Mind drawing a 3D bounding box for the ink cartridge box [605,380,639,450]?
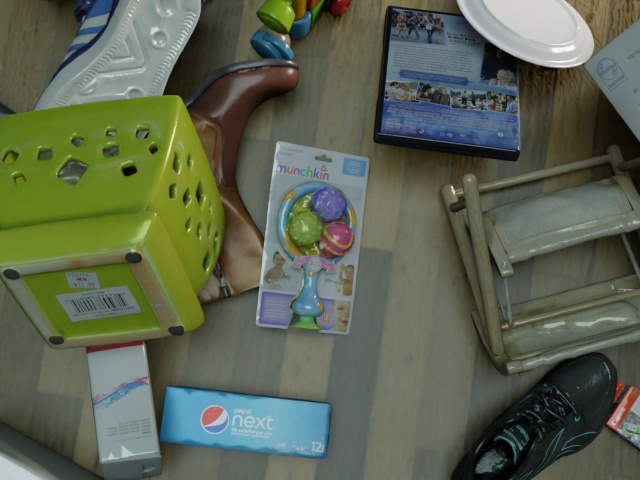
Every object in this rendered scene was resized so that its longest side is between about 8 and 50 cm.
[{"bbox_3d":[0.400,0.224,1.319,0.115,0.029,0.063,35,84,3],"label":"ink cartridge box"}]

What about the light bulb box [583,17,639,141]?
[{"bbox_3d":[0.568,-0.166,1.197,0.358,0.225,0.361,-30,82,-43],"label":"light bulb box"}]

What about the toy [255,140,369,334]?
[{"bbox_3d":[0.000,0.000,1.300,0.137,0.056,0.237,8,89,-26],"label":"toy"}]

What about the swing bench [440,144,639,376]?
[{"bbox_3d":[0.313,0.019,1.282,0.253,0.165,0.254,-13,88,-3],"label":"swing bench"}]

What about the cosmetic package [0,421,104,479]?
[{"bbox_3d":[-0.305,0.361,1.210,0.365,0.197,0.155,29,83,2],"label":"cosmetic package"}]

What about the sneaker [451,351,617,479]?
[{"bbox_3d":[0.275,0.240,1.270,0.267,0.106,0.101,-44,68,-7],"label":"sneaker"}]

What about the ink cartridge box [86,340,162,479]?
[{"bbox_3d":[-0.241,0.195,1.240,0.072,0.127,0.175,-7,67,-12],"label":"ink cartridge box"}]

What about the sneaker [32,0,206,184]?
[{"bbox_3d":[-0.274,-0.236,1.307,0.130,0.236,0.323,29,102,-29],"label":"sneaker"}]

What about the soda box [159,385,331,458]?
[{"bbox_3d":[-0.093,0.230,1.292,0.210,0.067,0.071,6,82,0],"label":"soda box"}]

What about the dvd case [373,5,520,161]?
[{"bbox_3d":[0.166,-0.209,1.313,0.180,0.022,0.253,7,51,1],"label":"dvd case"}]

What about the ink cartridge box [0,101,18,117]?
[{"bbox_3d":[-0.580,-0.060,1.308,0.308,0.091,0.385,33,101,13],"label":"ink cartridge box"}]

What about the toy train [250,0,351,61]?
[{"bbox_3d":[-0.028,-0.322,1.268,0.105,0.248,0.143,33,77,3],"label":"toy train"}]

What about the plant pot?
[{"bbox_3d":[-0.243,-0.007,1.156,0.228,0.227,0.207,-7,49,7],"label":"plant pot"}]

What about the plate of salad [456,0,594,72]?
[{"bbox_3d":[0.267,-0.288,1.343,0.200,0.048,0.200,13,46,-14],"label":"plate of salad"}]

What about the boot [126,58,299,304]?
[{"bbox_3d":[-0.110,-0.075,1.319,0.264,0.096,0.280,-22,84,-4],"label":"boot"}]
